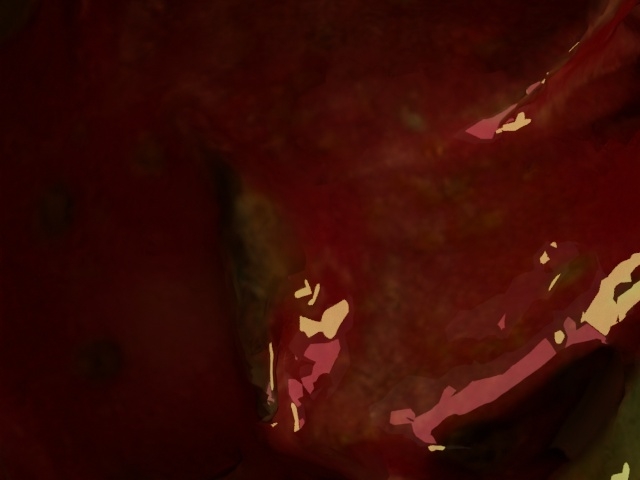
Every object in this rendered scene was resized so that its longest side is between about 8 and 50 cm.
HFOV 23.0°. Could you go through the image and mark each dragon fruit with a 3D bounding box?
[{"bbox_3d":[0.003,0.001,0.433,0.302,0.231,0.237,-29,164,12],"label":"dragon fruit"}]
